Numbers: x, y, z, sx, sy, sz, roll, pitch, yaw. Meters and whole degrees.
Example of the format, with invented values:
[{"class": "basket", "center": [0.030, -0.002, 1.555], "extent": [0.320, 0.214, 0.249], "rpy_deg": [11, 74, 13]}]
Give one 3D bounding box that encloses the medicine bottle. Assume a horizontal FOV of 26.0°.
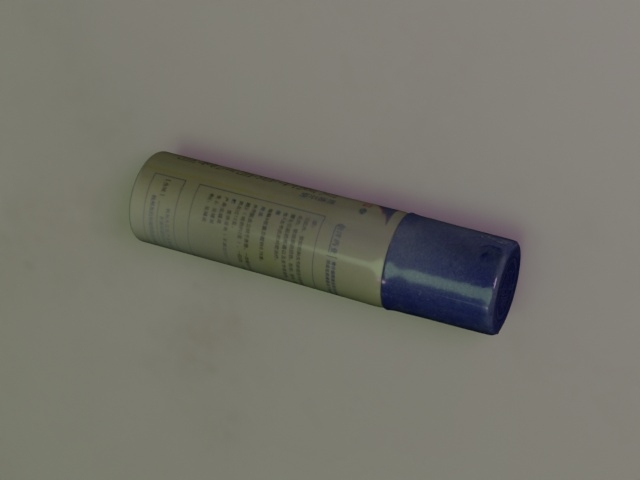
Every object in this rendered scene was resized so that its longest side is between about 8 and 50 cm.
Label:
[{"class": "medicine bottle", "center": [0.000, 0.000, 0.817], "extent": [0.231, 0.059, 0.059], "rpy_deg": [15, 118, 19]}]
